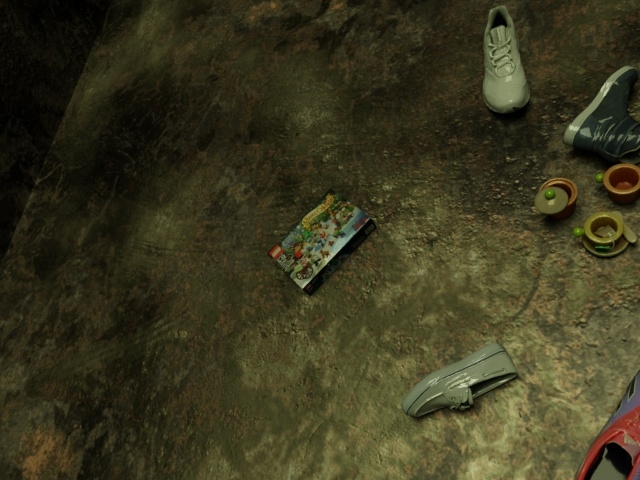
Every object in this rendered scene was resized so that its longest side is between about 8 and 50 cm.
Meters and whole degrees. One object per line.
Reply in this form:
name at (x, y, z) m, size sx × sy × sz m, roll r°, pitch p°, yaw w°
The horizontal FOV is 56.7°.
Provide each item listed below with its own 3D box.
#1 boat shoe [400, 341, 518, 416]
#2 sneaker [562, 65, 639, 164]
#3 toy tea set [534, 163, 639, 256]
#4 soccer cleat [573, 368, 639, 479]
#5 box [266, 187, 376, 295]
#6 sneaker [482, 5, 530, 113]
boat shoe at (0.259, 0.274, 1.103) m, size 0.226 × 0.083 × 0.076 m, roll -35°, pitch 50°, yaw 4°
sneaker at (0.639, -0.254, 1.227) m, size 0.163 × 0.086 × 0.226 m, roll 34°, pitch 79°, yaw 37°
toy tea set at (0.585, -0.084, 1.124) m, size 0.336 × 0.124 × 0.200 m, roll -13°, pitch 56°, yaw 21°
soccer cleat at (0.502, 0.303, 0.933) m, size 0.108 × 0.116 × 0.318 m, roll 31°, pitch 79°, yaw 38°
box at (0.000, 0.000, 1.437) m, size 0.233 × 0.044 × 0.159 m, roll -46°, pitch 51°, yaw -5°
sneaker at (0.430, -0.432, 1.422) m, size 0.111 × 0.129 × 0.297 m, roll -11°, pitch 58°, yaw 20°
